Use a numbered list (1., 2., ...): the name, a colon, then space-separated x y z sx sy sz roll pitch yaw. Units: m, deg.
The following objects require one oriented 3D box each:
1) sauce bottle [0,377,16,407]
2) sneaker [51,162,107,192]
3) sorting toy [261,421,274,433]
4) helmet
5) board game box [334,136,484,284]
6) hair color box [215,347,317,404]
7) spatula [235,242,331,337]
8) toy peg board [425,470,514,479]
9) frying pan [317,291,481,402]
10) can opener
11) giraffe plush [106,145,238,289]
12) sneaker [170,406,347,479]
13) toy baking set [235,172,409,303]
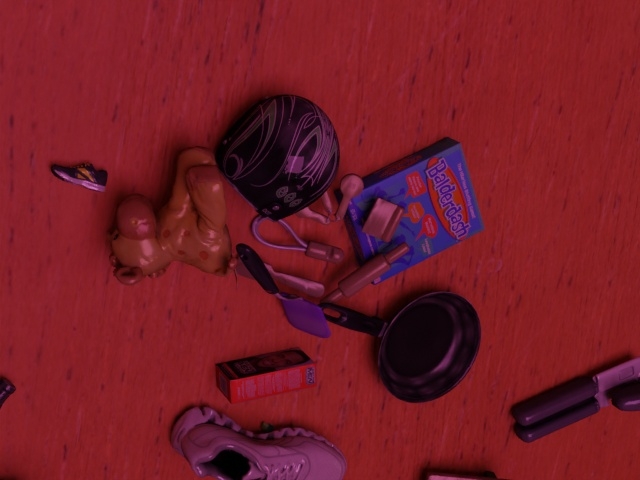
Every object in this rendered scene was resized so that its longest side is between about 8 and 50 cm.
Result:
1. sauce bottle: -0.484 0.251 1.703 0.128 0.042 0.042 -46 119 -3
2. sneaker: -0.334 -0.094 1.670 0.083 0.031 0.035 20 84 -32
3. sorting toy: -0.073 0.325 1.928 0.062 0.012 0.083 -10 114 -16
4. helmet: -0.051 -0.125 1.714 0.161 0.169 0.169 -44 119 8
5. board game box: 0.143 -0.047 1.886 0.210 0.047 0.160 -27 115 -15
6. hair color box: -0.084 0.208 1.853 0.141 0.072 0.043 -9 110 -22
7. spatula: -0.058 0.074 1.748 0.030 0.084 0.296 -63 151 -14
8. toy peg board: 0.242 0.473 2.093 0.161 0.079 0.161 7 103 -10
9. frying pan: 0.117 0.174 1.932 0.326 0.053 0.197 -3 110 -28
10. can opener: 0.473 0.283 2.122 0.280 0.093 0.074 -18 114 -13
11. giraffe plush: -0.216 -0.016 1.674 0.170 0.181 0.210 -12 94 -8
12. sneaker: -0.086 0.347 1.859 0.292 0.118 0.110 15 104 -24
13. toy baking set: 0.005 0.004 1.823 0.256 0.030 0.197 -39 106 8
